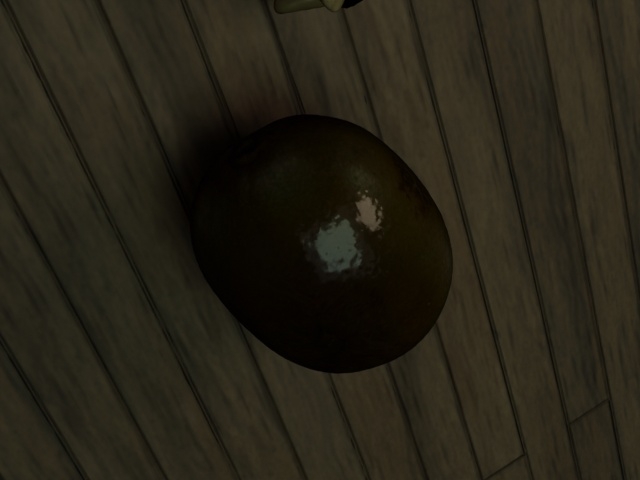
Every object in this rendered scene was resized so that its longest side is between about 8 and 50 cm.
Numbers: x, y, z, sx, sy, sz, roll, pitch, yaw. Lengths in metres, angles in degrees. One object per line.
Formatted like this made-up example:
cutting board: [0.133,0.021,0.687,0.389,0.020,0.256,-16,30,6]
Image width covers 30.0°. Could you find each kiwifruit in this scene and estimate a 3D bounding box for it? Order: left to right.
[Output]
kiwifruit: [0.000,0.000,0.979,0.196,0.196,0.234,-39,132,-6]

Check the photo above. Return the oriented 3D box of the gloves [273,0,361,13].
gloves: [0.022,-0.254,0.894,0.124,0.164,0.203,15,133,-21]
